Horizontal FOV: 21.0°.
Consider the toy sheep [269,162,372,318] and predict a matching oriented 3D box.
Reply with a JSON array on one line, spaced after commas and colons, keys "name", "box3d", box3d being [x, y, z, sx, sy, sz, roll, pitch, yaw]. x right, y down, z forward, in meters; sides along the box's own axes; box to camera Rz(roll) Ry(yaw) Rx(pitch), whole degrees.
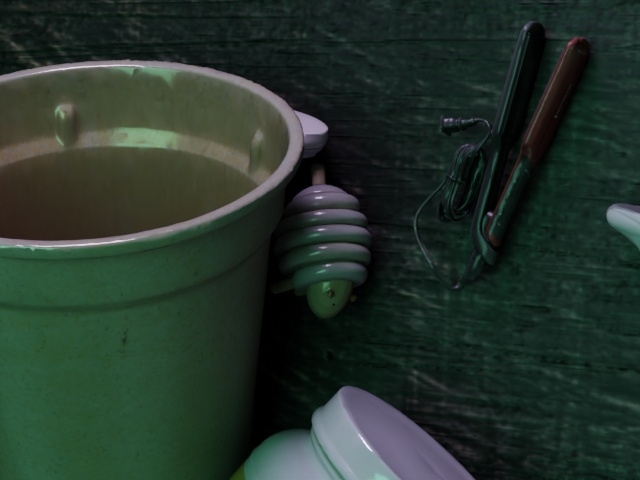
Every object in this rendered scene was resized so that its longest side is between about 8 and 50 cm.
[{"name": "toy sheep", "box3d": [0.000, 0.000, 1.430, 0.091, 0.091, 0.132, -14, 77, 28]}]

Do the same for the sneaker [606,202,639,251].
[{"name": "sneaker", "box3d": [0.274, 0.024, 1.297, 0.152, 0.054, 0.061, 35, 109, 23]}]

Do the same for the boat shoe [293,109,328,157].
[{"name": "boat shoe", "box3d": [-0.075, -0.082, 1.483, 0.184, 0.066, 0.063, 8, 108, 26]}]

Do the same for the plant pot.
[{"name": "plant pot", "box3d": [-0.175, 0.059, 1.387, 0.334, 0.334, 0.305, 15, 122, 28]}]

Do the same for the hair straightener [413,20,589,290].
[{"name": "hair straightener", "box3d": [0.135, -0.068, 1.383, 0.089, 0.047, 0.230, 27, 107, 26]}]

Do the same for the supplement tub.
[{"name": "supplement tub", "box3d": [-0.016, 0.291, 1.345, 0.316, 0.228, 0.228, -48, 69, 9]}]
